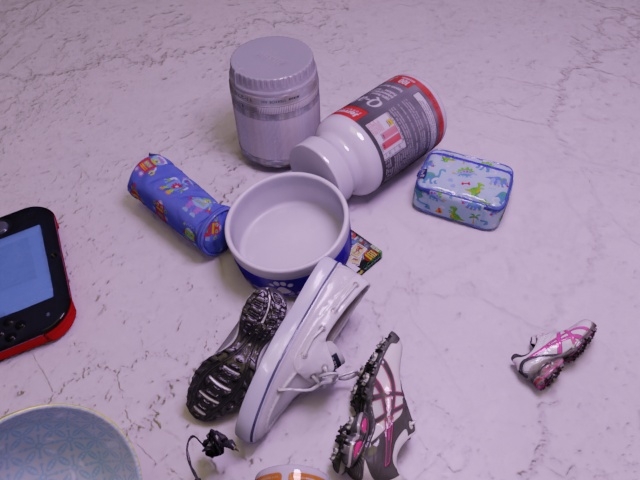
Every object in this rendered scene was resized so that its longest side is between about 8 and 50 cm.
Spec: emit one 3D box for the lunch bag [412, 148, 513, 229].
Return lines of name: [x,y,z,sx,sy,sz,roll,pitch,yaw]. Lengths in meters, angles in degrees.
lunch bag: [0.340,-0.130,1.358,0.219,0.090,0.176,19,49,17]

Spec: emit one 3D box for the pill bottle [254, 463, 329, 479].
pill bottle: [-0.047,0.454,0.833,0.121,0.121,0.216,0,49,3]

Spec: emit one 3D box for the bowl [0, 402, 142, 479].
bowl: [-0.437,0.392,0.859,0.156,0.289,0.289,-17,30,49]

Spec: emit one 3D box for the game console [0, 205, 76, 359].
game console: [-0.717,0.101,1.217,0.342,0.060,0.386,-20,50,-15]

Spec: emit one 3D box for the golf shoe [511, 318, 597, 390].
golf shoe: [0.445,0.196,1.076,0.186,0.067,0.086,-31,53,-22]

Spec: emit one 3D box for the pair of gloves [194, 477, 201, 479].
pair of gloves: [-0.199,0.435,0.930,0.083,0.010,0.074,25,53,19]

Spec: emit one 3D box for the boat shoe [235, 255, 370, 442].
boat shoe: [-0.007,0.212,1.030,0.156,0.136,0.367,25,64,11]

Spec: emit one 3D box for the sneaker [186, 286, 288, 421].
sneaker: [-0.148,0.219,1.073,0.100,0.108,0.271,32,71,6]

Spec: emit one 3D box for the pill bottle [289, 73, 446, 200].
pill bottle: [0.117,-0.238,1.379,0.363,0.210,0.210,-36,56,-26]

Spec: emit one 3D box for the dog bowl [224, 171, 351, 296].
dog bowl: [-0.066,-0.016,1.225,0.265,0.104,0.265,-4,54,6]

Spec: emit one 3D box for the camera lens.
camera lens: [-0.110,-0.340,1.436,0.219,0.274,0.219,-1,48,1]

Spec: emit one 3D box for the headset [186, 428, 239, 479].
headset: [-0.221,0.471,0.817,0.243,0.185,0.394,22,66,-6]

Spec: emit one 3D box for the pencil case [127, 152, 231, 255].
pencil case: [-0.317,-0.088,1.327,0.306,0.119,0.133,35,48,29]

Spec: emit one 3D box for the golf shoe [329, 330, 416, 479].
golf shoe: [0.110,0.293,1.002,0.120,0.105,0.273,24,56,-1]

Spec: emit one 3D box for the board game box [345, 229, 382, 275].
board game box: [0.000,0.000,1.296,0.259,0.030,0.136,36,61,29]
